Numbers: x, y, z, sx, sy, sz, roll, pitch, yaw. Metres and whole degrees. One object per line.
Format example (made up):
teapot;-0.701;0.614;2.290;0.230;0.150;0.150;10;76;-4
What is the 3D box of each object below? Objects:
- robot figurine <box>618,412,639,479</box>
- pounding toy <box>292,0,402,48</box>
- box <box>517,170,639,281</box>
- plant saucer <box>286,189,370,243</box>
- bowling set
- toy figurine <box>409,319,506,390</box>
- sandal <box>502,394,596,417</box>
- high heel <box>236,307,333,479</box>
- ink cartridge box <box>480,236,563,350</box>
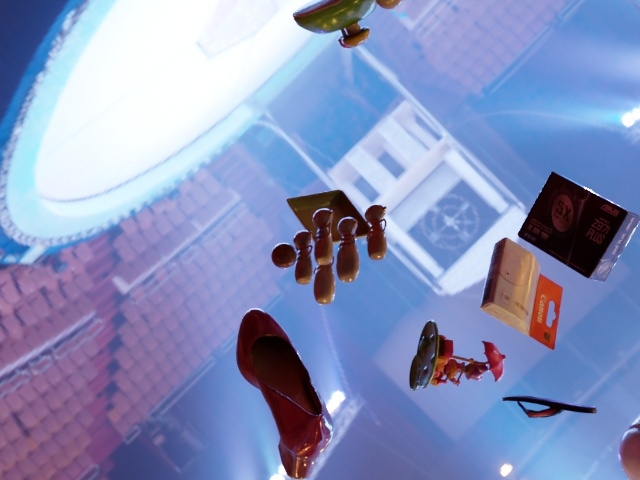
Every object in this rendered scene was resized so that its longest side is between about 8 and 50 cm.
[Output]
robot figurine;0.860;0.477;2.064;0.353;0.200;0.300;-43;154;-18
pounding toy;0.073;-0.416;1.589;0.237;0.110;0.183;-12;-155;30
box;0.500;-0.027;1.663;0.078;0.180;0.147;12;110;-48
plant saucer;0.022;-0.052;2.353;0.188;0.188;0.045;-12;141;-31
bowling set;0.000;0.000;1.799;0.287;0.200;0.154;-41;-141;45
toy figurine;0.268;0.239;1.628;0.173;0.159;0.130;109;-12;-50
sandal;0.434;0.324;1.639;0.067;0.179;0.040;14;82;-64
high heel;-0.061;0.230;1.556;0.127;0.377;0.181;-7;137;-23
ink cartridge box;0.497;0.127;2.035;0.066;0.232;0.189;-41;-154;55
